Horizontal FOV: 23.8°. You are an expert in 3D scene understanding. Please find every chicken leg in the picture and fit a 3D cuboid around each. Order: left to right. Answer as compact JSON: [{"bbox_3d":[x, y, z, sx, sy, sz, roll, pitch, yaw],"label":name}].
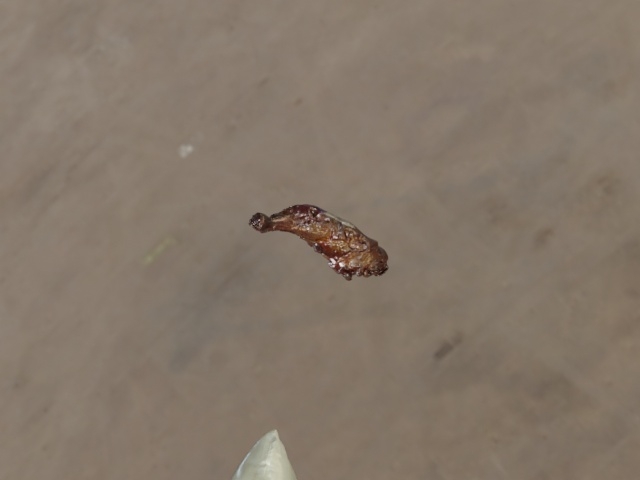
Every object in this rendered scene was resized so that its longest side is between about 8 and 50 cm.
[{"bbox_3d":[0.001,-0.004,1.912,0.053,0.205,0.093,-52,23,39],"label":"chicken leg"}]

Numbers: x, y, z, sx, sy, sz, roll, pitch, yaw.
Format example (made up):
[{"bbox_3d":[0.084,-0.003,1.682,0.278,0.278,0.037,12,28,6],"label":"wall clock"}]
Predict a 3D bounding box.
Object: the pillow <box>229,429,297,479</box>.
[{"bbox_3d":[-0.069,0.307,1.472,0.078,0.254,0.144,19,53,10],"label":"pillow"}]
